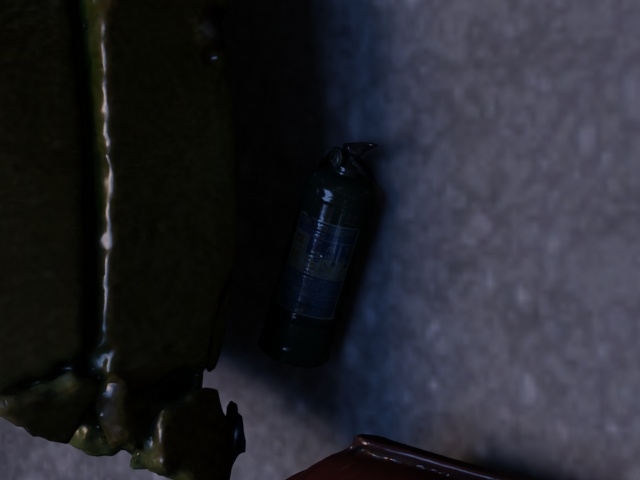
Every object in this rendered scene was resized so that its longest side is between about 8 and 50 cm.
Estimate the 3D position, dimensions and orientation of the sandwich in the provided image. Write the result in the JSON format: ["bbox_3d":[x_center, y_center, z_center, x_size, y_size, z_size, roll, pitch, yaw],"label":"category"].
[{"bbox_3d":[-0.115,-0.061,0.564,0.212,0.109,0.292,7,97,59],"label":"sandwich"}]

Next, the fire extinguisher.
[{"bbox_3d":[0.000,0.000,0.550,0.038,0.025,0.083,46,124,55],"label":"fire extinguisher"}]

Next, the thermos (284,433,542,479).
[{"bbox_3d":[0.039,0.118,0.466,0.232,0.124,0.098,14,100,46],"label":"thermos"}]
